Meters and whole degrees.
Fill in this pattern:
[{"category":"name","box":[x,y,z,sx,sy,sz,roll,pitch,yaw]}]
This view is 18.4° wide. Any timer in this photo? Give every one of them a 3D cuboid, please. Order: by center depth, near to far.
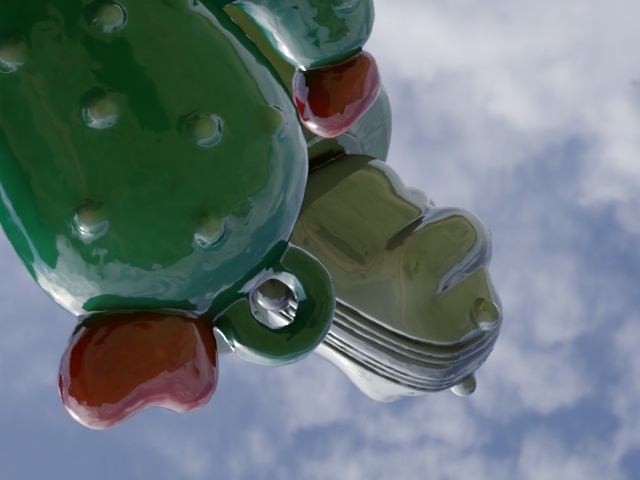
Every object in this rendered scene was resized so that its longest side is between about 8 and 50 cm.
[{"category":"timer","box":[0.000,0.000,1.473,0.315,0.291,0.291,34,-118,22]}]

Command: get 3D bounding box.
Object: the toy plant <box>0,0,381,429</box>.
[{"category":"toy plant","box":[-0.120,-0.117,0.799,0.400,0.185,0.279,55,-142,1]}]
